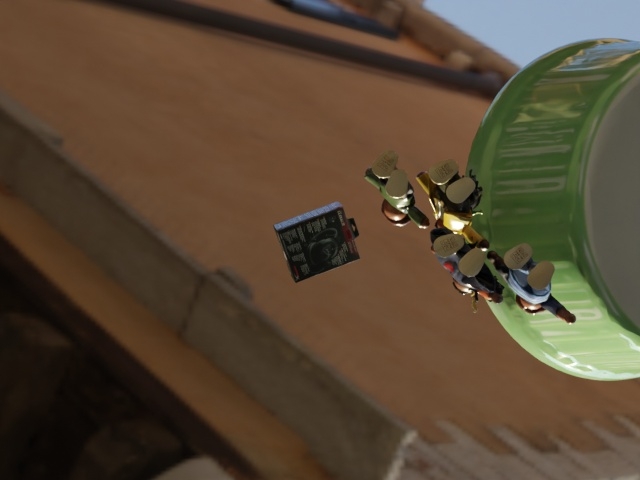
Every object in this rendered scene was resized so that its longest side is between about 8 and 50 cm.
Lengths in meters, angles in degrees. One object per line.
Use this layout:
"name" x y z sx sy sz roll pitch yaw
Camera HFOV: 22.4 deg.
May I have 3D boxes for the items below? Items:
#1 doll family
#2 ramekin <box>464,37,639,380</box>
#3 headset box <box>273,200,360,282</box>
"doll family" 0.113 0.001 1.231 0.076 0.111 0.193 -34 -109 -7
"ramekin" 0.287 -0.029 1.372 0.148 0.303 0.303 178 -84 -64
"headset box" 0.000 0.000 1.714 0.032 0.083 0.062 -129 -162 -73
